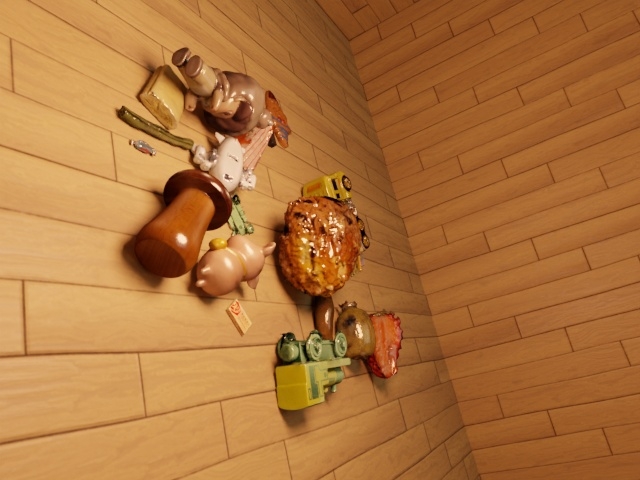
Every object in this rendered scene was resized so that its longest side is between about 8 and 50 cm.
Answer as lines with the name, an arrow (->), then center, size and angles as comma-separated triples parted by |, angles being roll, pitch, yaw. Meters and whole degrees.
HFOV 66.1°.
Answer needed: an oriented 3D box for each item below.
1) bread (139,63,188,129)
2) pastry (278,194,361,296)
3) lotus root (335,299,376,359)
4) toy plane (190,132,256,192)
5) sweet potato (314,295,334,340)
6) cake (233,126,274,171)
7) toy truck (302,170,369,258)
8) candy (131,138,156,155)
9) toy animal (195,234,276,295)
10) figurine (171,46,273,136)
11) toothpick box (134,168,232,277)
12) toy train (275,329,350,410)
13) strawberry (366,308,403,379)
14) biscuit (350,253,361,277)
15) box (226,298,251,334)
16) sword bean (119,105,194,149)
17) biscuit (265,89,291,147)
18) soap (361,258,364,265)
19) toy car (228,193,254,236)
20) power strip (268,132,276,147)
bread -> -0.463, -0.438, 1.491 | 0.139, 0.060, 0.178 | 49, 31, -38
pastry -> -0.004, -0.006, 1.787 | 0.405, 0.292, 0.337 | -61, 152, -49
lotus root -> 0.136, 0.348, 1.978 | 0.154, 0.154, 0.278 | 35, 38, -51
toy plane -> -0.310, -0.247, 1.598 | 0.244, 0.117, 0.245 | 27, 47, -32
sweet potato -> 0.021, 0.303, 1.871 | 0.108, 0.079, 0.346 | 50, 31, -60
cake -> -0.254, -0.362, 1.816 | 0.098, 0.135, 0.287 | 59, 31, -54
toy truck -> 0.061, -0.092, 2.164 | 0.254, 0.180, 0.405 | -15, 87, -58
candy -> -0.484, -0.258, 1.348 | 0.083, 0.020, 0.030 | 29, 45, -52
toy animal -> -0.258, 0.069, 1.392 | 0.149, 0.165, 0.248 | 49, 35, 16
figurine -> -0.319, -0.470, 1.568 | 0.380, 0.248, 0.203 | 29, 74, -65
toothpick box -> -0.349, -0.050, 1.271 | 0.192, 0.192, 0.294 | 53, 34, -30
toy train -> -0.012, 0.419, 1.637 | 0.369, 0.150, 0.237 | 17, 64, -60
strawberry -> 0.253, 0.444, 2.166 | 0.253, 0.150, 0.280 | -23, 93, -47
biscuit -> 0.081, 0.113, 1.979 | 0.016, 0.231, 0.139 | 20, 49, -32
box -> -0.242, 0.227, 1.460 | 0.093, 0.015, 0.058 | 62, 23, -15
sword bean -> -0.465, -0.316, 1.419 | 0.269, 0.038, 0.043 | 20, 78, -59
biscuit -> -0.189, -0.542, 2.185 | 0.183, 0.043, 0.280 | 11, 63, -66
soap -> 0.163, 0.073, 2.381 | 0.100, 0.056, 0.149 | -5, 75, -62
toy car -> -0.270, -0.077, 1.587 | 0.054, 0.073, 0.143 | -73, 138, -80
power strip -> -0.212, -0.445, 2.055 | 0.038, 0.029, 0.111 | 11, 60, -62
